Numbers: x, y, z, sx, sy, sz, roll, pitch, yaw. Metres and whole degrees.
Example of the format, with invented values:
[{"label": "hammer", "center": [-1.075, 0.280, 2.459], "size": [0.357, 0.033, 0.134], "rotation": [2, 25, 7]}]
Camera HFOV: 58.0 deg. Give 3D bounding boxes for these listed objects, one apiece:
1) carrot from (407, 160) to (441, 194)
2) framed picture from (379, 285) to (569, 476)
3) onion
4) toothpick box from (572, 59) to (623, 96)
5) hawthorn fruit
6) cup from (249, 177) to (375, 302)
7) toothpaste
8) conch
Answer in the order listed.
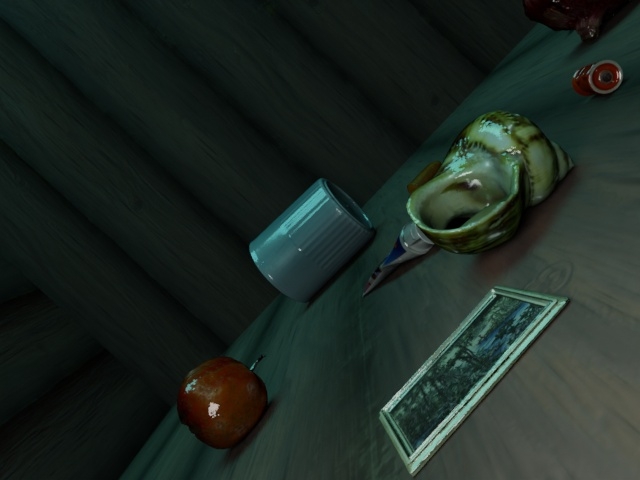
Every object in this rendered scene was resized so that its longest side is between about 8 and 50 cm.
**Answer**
[{"label": "carrot", "center": [0.298, -0.182, 1.616], "size": [0.139, 0.048, 0.048], "rotation": [-47, 3, -26]}, {"label": "framed picture", "center": [0.123, 0.109, 0.509], "size": [0.183, 0.011, 0.142], "rotation": [-47, 3, -3]}, {"label": "onion", "center": [0.555, -0.532, 1.233], "size": [0.252, 0.219, 0.252], "rotation": [-3, -5, 0]}, {"label": "toothpick box", "center": [0.398, -0.234, 0.835], "size": [0.047, 0.047, 0.083], "rotation": [-46, 3, 12]}, {"label": "hawthorn fruit", "center": [-0.167, 0.279, 1.056], "size": [0.194, 0.157, 0.157], "rotation": [-42, 0, -33]}, {"label": "cup", "center": [0.004, 0.011, 1.795], "size": [0.311, 0.331, 0.256], "rotation": [-44, 37, 16]}, {"label": "toothpaste", "center": [0.142, 0.028, 1.052], "size": [0.096, 0.061, 0.266], "rotation": [-49, -2, -28]}, {"label": "conch", "center": [0.204, -0.062, 0.684], "size": [0.181, 0.124, 0.187], "rotation": [-36, 30, 20]}]
